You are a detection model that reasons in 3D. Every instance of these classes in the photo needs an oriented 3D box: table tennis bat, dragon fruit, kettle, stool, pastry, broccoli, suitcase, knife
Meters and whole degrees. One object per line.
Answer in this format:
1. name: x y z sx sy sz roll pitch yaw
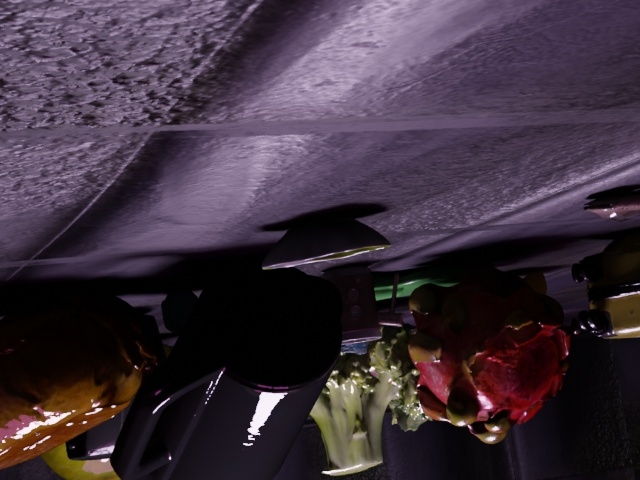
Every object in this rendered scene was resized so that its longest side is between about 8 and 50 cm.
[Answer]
1. table tennis bat: 0.122 0.065 1.816 0.160 0.039 0.257 -22 168 41
2. dragon fruit: 0.239 0.156 1.746 0.243 0.228 0.307 36 -167 30
3. kettle: -0.128 0.174 1.515 0.262 0.203 0.308 1 147 -19
4. stool: -0.317 0.222 1.854 0.141 0.232 0.232 -2 170 -24
5. pastry: -0.366 0.182 1.517 0.356 0.164 0.356 -25 176 -2
6. broccoli: 0.055 0.247 2.225 0.277 0.318 0.338 -25 -172 42
7. suitcase: 0.483 0.054 1.703 0.194 0.143 0.235 -16 168 40
8. knife: 0.458 -0.043 1.365 0.365 0.043 0.089 -5 170 -18

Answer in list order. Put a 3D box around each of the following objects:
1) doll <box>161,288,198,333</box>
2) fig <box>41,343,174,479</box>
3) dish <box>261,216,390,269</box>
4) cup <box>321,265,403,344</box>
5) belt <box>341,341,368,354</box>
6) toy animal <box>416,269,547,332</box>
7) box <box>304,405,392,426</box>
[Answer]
1. doll: -0.136 0.088 1.637 0.158 0.059 0.159 -4 172 -38
2. fig: -0.381 0.310 2.295 0.326 0.258 0.258 -26 169 7
3. dish: 0.000 0.000 1.234 0.137 0.039 0.091 -11 176 25
4. cup: 0.051 0.084 1.642 0.102 0.099 0.074 -15 170 37
5. belt: 0.005 0.114 1.792 0.147 0.082 0.163 11 -179 -39
6. toy animal: 0.271 0.136 2.047 0.229 0.156 0.156 -4 172 -3
7. box: -0.032 0.275 2.510 0.345 0.205 0.251 -1 169 -42
